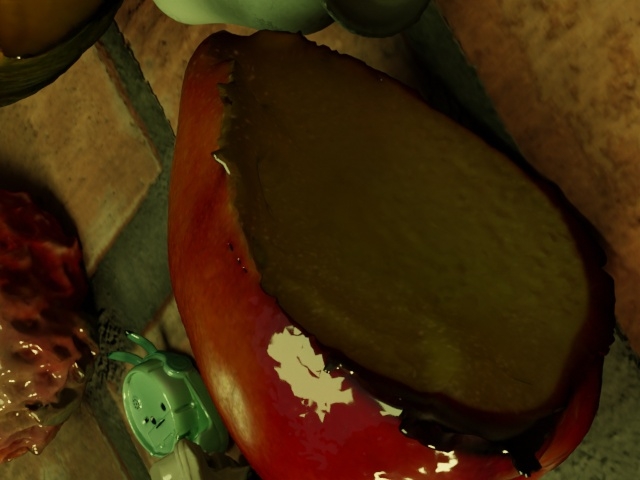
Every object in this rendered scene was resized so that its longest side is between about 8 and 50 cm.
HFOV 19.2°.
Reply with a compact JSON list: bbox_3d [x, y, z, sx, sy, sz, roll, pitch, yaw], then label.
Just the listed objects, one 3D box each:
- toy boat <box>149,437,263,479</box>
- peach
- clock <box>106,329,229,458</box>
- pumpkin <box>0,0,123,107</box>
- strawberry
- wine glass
[{"bbox_3d":[-0.034,0.277,1.511,0.269,0.141,0.141,53,143,23],"label":"toy boat"},{"bbox_3d":[0.013,0.040,1.192,0.362,0.257,0.201,49,136,20],"label":"peach"},{"bbox_3d":[-0.136,0.142,1.645,0.135,0.041,0.101,60,144,14],"label":"clock"},{"bbox_3d":[-0.261,-0.260,1.431,0.225,0.256,0.303,-9,76,60],"label":"pumpkin"},{"bbox_3d":[-0.366,0.066,1.736,0.336,0.149,0.265,37,120,9],"label":"strawberry"},{"bbox_3d":[-0.028,-0.188,1.276,0.231,0.103,0.103,11,115,56],"label":"wine glass"}]
